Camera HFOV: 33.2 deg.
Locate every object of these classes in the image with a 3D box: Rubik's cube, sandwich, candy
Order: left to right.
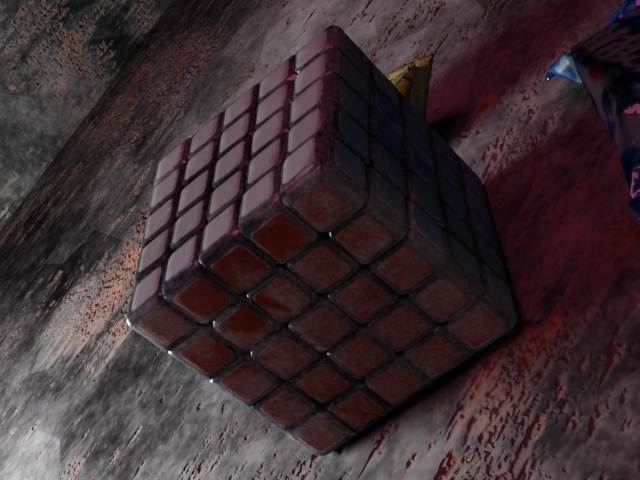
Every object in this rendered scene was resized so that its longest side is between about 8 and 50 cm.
[{"bbox_3d":[0.000,0.000,0.945,0.238,0.237,0.237,-36,30,23],"label":"Rubik's cube"},{"bbox_3d":[0.040,-0.109,1.188,0.258,0.096,0.094,-25,29,42],"label":"sandwich"},{"bbox_3d":[0.288,-0.135,0.867,0.187,0.077,0.331,-37,26,18],"label":"candy"}]
